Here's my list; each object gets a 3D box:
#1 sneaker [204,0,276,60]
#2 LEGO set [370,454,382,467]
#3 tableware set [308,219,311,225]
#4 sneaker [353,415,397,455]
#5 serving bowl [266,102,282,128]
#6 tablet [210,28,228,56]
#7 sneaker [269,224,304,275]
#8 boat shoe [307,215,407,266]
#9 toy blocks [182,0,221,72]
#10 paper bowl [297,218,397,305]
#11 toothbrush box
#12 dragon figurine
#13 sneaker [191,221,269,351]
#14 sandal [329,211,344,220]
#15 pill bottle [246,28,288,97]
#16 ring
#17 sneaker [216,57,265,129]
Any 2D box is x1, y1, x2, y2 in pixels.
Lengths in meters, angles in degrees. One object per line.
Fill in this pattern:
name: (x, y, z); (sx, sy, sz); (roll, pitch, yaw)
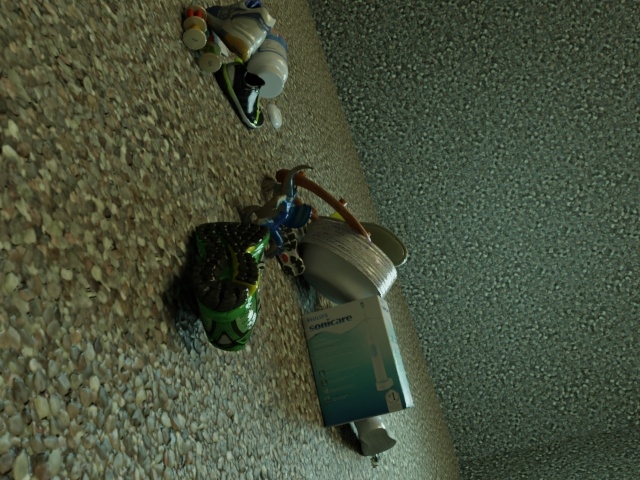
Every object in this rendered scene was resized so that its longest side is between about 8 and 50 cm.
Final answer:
sneaker: (-0.194, -0.534, 1.502); (0.112, 0.131, 0.296); (44, 4, -41)
LEGO set: (0.176, 0.675, 1.891); (0.083, 0.024, 0.054); (-65, 137, -71)
tableware set: (0.000, 0.000, 2.026); (0.141, 0.020, 0.168); (30, 40, -73)
sneaker: (0.138, 0.509, 1.763); (0.292, 0.108, 0.169); (76, -7, -55)
serving bowl: (-0.142, -0.400, 1.949); (0.083, 0.027, 0.083); (-18, 90, -77)
tablet: (-0.269, -0.526, 1.629); (0.083, 0.006, 0.054); (0, 73, -77)
sneaker: (-0.093, 0.014, 1.580); (0.071, 0.068, 0.169); (-115, -171, -58)
boat shoe: (0.122, 0.017, 1.876); (0.113, 0.340, 0.127); (45, 62, -57)
toy blocks: (-0.276, -0.485, 1.436); (0.123, 0.054, 0.148); (57, 20, -48)
paper bowl: (0.060, 0.081, 1.713); (0.148, 0.284, 0.284); (-54, 142, -19)
toothbrush box: (0.096, 0.314, 1.597); (0.126, 0.217, 0.295); (39, 35, -69)
dragon figurine: (-0.079, -0.077, 1.409); (0.144, 0.289, 0.085); (7, 41, -46)
sneaker: (-0.166, 0.066, 1.091); (0.343, 0.134, 0.146); (-89, -177, -64)
sandal: (0.090, 0.060, 2.141); (0.138, 0.126, 0.317); (139, -57, -78)
pill bottle: (-0.159, -0.525, 1.827); (0.124, 0.124, 0.221); (60, 19, -45)
ring: (0.012, -0.089, 1.709); (0.337, 0.032, 0.336); (38, -12, 10)
sneaker: (-0.182, -0.377, 1.592); (0.234, 0.097, 0.084); (53, 24, -57)
